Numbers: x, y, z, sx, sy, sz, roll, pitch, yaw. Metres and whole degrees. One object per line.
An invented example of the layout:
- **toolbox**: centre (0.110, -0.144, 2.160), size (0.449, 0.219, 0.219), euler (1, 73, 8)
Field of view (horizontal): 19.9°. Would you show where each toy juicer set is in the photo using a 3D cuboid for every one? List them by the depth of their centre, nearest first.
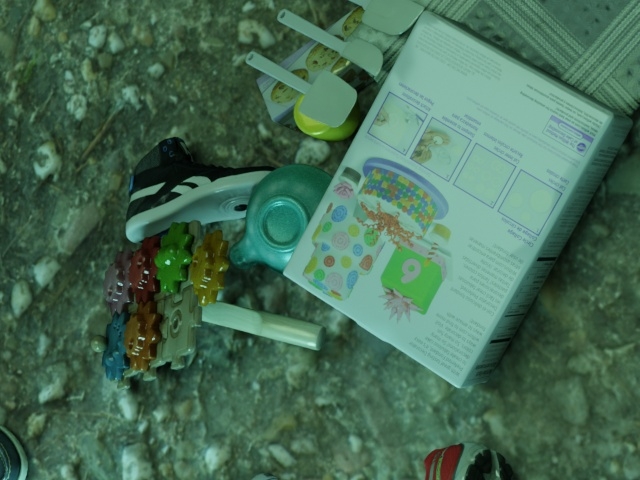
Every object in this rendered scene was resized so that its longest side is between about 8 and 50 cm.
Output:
- **toy juicer set**: centre (0.000, 0.000, 2.105), size (0.209, 0.089, 0.329), euler (35, 104, 16)

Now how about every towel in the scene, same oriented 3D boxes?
- **towel**: centre (0.223, -0.226, 1.991), size (0.324, 0.056, 0.312), euler (-47, 74, 15)

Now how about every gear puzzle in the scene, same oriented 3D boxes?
- **gear puzzle**: centre (-0.191, 0.068, 2.133), size (0.339, 0.044, 0.175), euler (-24, 60, 58)

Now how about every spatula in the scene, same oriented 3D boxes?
- **spatula**: centre (0.003, -0.226, 2.057), size (0.168, 0.019, 0.242), euler (-58, 39, 1)

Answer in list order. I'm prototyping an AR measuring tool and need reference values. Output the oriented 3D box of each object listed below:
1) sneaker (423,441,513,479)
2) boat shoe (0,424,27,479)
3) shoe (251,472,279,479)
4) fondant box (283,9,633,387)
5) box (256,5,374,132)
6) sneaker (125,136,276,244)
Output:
- **sneaker**: centre (0.130, 0.350, 1.912), size (0.118, 0.107, 0.279), euler (-1, 72, 53)
- **boat shoe**: centre (-0.477, 0.250, 2.342), size (0.254, 0.079, 0.095), euler (31, 94, 36)
- **shoe**: centre (-0.082, 0.355, 2.055), size (0.081, 0.063, 0.178), euler (35, 92, 41)
- **fondant box**: centre (0.144, -0.044, 1.944), size (0.238, 0.096, 0.330), euler (32, 101, 19)
- **box**: centre (0.070, -0.242, 2.127), size (0.324, 0.063, 0.067), euler (-33, 62, 22)
- **sneaker**: centre (-0.148, -0.083, 2.219), size (0.217, 0.079, 0.121), euler (-18, 59, 23)
